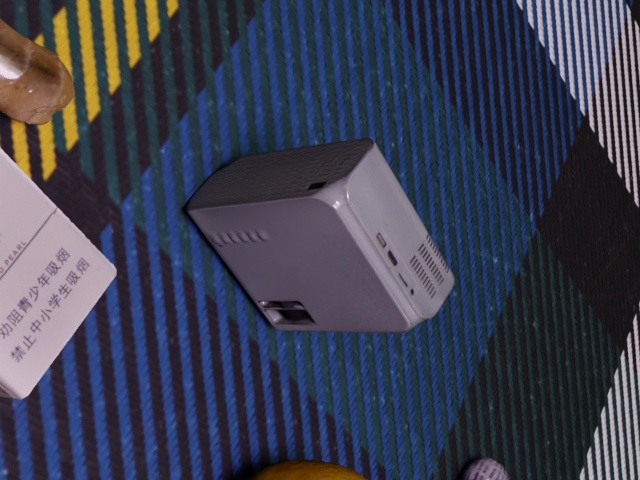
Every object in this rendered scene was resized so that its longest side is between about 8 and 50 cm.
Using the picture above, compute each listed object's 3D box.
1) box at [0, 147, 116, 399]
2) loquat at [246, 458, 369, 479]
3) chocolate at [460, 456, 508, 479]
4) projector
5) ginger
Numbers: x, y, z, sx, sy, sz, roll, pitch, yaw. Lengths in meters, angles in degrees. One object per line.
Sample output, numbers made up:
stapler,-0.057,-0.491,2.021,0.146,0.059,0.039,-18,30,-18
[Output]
box,-0.325,0.004,0.891,0.259,0.071,0.168,52,54,-30
loquat,-0.009,0.352,1.095,0.213,0.213,0.213,3,86,-45
chocolate,0.218,0.383,1.420,0.167,0.072,0.072,-45,119,-40
projector,0.000,0.000,1.093,0.198,0.250,0.108,56,51,-26
ginger,-0.309,-0.173,0.919,0.190,0.069,0.095,34,34,-38
